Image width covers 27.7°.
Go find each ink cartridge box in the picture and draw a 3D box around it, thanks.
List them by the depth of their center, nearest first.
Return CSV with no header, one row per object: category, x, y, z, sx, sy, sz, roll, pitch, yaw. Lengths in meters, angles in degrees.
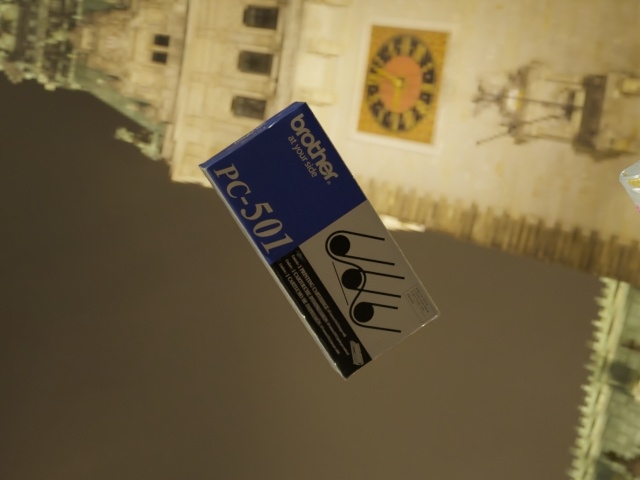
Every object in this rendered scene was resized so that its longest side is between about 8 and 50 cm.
ink cartridge box,0.000,0.000,1.045,0.097,0.046,0.207,-34,-78,-6

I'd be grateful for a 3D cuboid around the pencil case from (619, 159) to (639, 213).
pencil case,0.526,-0.003,1.827,0.273,0.113,0.124,62,-163,-5
